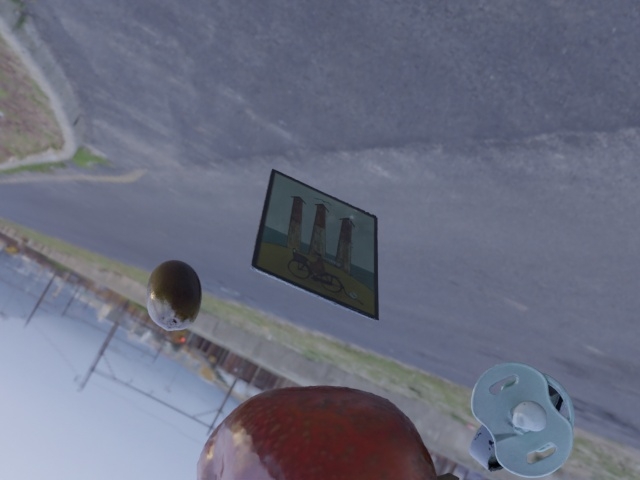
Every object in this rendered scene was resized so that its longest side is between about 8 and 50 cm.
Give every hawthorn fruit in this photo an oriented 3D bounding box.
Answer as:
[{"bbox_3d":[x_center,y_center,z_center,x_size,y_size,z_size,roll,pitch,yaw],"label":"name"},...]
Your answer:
[{"bbox_3d":[0.012,0.292,0.919,0.300,0.275,0.275,-7,174,-8],"label":"hawthorn fruit"}]

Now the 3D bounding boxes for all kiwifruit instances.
[{"bbox_3d":[-0.202,0.074,1.116,0.075,0.075,0.124,32,-159,-22],"label":"kiwifruit"}]

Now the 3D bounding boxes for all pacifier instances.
[{"bbox_3d":[0.266,0.223,1.021,0.116,0.127,0.150,80,170,-75],"label":"pacifier"}]

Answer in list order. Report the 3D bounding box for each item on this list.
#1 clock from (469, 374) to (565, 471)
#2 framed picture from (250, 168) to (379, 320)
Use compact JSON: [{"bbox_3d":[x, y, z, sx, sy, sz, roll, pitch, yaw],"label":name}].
[{"bbox_3d":[0.319,0.295,1.293,0.040,0.184,0.184,47,-178,33],"label":"clock"},{"bbox_3d":[0.000,0.000,1.500,0.244,0.013,0.323,24,-146,-13],"label":"framed picture"}]
